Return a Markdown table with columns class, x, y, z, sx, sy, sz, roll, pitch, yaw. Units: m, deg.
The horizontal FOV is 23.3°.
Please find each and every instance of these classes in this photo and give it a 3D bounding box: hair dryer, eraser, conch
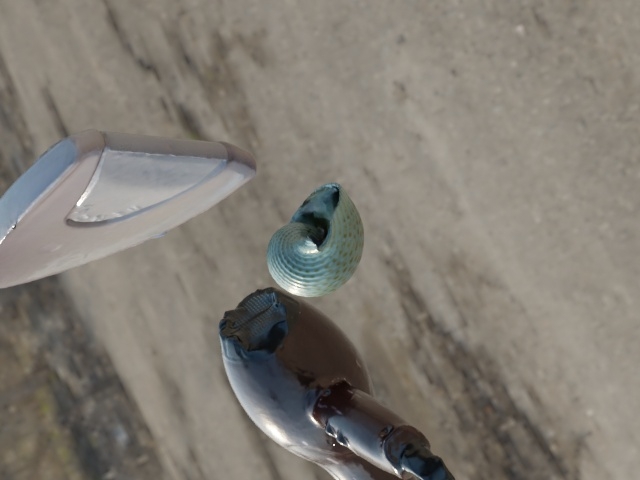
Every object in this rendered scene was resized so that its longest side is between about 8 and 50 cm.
| class | x | y | z | sx | sy | sz | roll | pitch | yaw |
| --- | --- | --- | --- | --- | --- | --- | --- | --- | --- |
| hair dryer | 0.057 | 0.198 | 1.437 | 0.312 | 0.123 | 0.340 | 53 | 168 | -25 |
| eraser | -0.203 | -0.027 | 1.269 | 0.243 | 0.204 | 0.059 | -28 | 73 | 34 |
| conch | 0.003 | 0.002 | 1.037 | 0.057 | 0.076 | 0.085 | 32 | 165 | -24 |
